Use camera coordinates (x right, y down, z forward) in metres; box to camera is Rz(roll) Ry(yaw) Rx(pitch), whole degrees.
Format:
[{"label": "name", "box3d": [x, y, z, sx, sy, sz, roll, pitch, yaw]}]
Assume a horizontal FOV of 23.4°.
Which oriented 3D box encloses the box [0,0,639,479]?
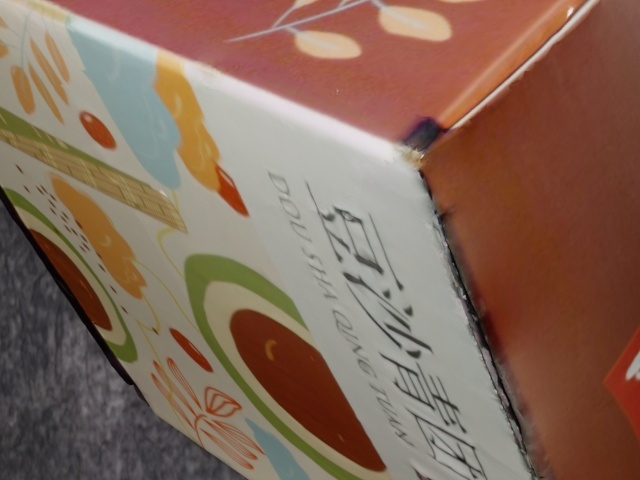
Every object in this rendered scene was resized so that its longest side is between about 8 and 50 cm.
[{"label": "box", "box3d": [0.000, 0.000, 0.670, 0.122, 0.345, 0.385, -43, 42, -20]}]
